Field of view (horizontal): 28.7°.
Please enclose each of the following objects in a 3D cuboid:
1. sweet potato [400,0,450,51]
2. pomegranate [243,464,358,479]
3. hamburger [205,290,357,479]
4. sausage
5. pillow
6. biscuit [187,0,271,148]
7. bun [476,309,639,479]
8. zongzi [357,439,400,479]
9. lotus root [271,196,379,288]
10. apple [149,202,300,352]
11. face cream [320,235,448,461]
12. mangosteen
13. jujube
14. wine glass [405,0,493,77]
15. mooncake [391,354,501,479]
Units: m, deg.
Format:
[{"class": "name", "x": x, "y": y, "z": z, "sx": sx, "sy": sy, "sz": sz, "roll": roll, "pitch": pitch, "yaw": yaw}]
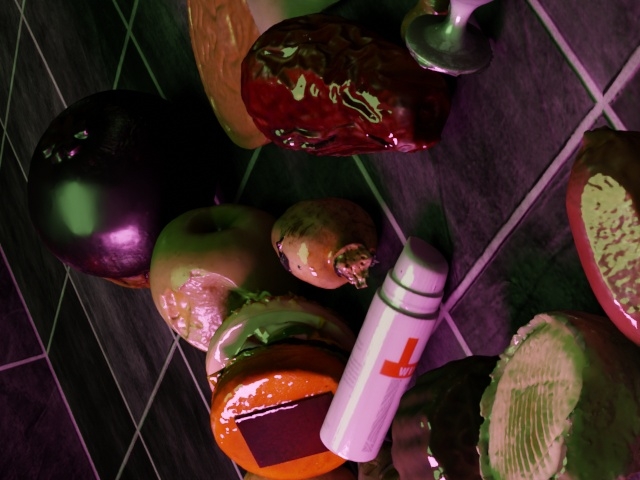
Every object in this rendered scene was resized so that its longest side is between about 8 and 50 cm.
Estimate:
[{"class": "sweet potato", "x": 0.152, "y": -0.316, "z": 1.639, "sx": 0.065, "sy": 0.051, "sz": 0.218, "roll": 62, "pitch": 150, "yaw": 25}, {"class": "pomegranate", "x": -0.030, "y": 0.479, "z": 2.185, "sx": 0.248, "sy": 0.248, "sz": 0.248, "roll": 36, "pitch": 134, "yaw": 49}, {"class": "hamburger", "x": -0.053, "y": 0.233, "z": 2.054, "sx": 0.225, "sy": 0.291, "sz": 0.291, "roll": -93, "pitch": 8, "yaw": -53}, {"class": "sausage", "x": 0.348, "y": -0.005, "z": 1.356, "sx": 0.148, "sy": 0.148, "sz": 0.254, "roll": -22, "pitch": 86, "yaw": 62}, {"class": "pillow", "x": -0.039, "y": -0.385, "z": 1.912, "sx": 0.208, "sy": 0.053, "sz": 0.119, "roll": -27, "pitch": 77, "yaw": 44}, {"class": "biscuit", "x": -0.137, "y": -0.352, "z": 2.133, "sx": 0.365, "sy": 0.062, "sz": 0.385, "roll": -12, "pitch": 93, "yaw": 61}, {"class": "bun", "x": 0.303, "y": 0.211, "z": 1.495, "sx": 0.259, "sy": 0.152, "sz": 0.259, "roll": -164, "pitch": 90, "yaw": -74}, {"class": "zongzi", "x": 0.150, "y": 0.488, "z": 1.929, "sx": 0.393, "sy": 0.174, "sz": 0.356, "roll": 174, "pitch": 88, "yaw": -71}, {"class": "lotus root", "x": 0.000, "y": 0.000, "z": 1.969, "sx": 0.257, "sy": 0.154, "sz": 0.140, "roll": 17, "pitch": 124, "yaw": 62}, {"class": "apple", "x": -0.169, "y": 0.065, "z": 2.205, "sx": 0.279, "sy": 0.279, "sz": 0.279, "roll": 36, "pitch": 134, "yaw": 49}, {"class": "face cream", "x": 0.100, "y": 0.164, "z": 1.857, "sx": 0.102, "sy": 0.102, "sz": 0.345, "roll": 44, "pitch": 122, "yaw": 43}, {"class": "mangosteen", "x": -0.356, "y": -0.082, "z": 2.412, "sx": 0.382, "sy": 0.382, "sz": 0.435, "roll": 39, "pitch": 175, "yaw": 47}, {"class": "jujube", "x": 0.034, "y": -0.211, "z": 1.763, "sx": 0.342, "sy": 0.216, "sz": 0.216, "roll": 25, "pitch": 125, "yaw": 48}, {"class": "wine glass", "x": 0.185, "y": -0.323, "z": 1.503, "sx": 0.126, "sy": 0.126, "sz": 0.241, "roll": 56, "pitch": 147, "yaw": 30}, {"class": "mooncake", "x": 0.214, "y": 0.263, "z": 1.644, "sx": 0.228, "sy": 0.228, "sz": 0.124, "roll": 69, "pitch": 157, "yaw": 10}]
